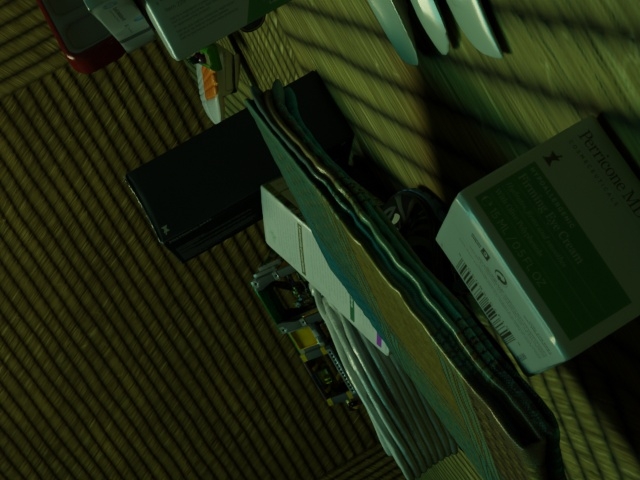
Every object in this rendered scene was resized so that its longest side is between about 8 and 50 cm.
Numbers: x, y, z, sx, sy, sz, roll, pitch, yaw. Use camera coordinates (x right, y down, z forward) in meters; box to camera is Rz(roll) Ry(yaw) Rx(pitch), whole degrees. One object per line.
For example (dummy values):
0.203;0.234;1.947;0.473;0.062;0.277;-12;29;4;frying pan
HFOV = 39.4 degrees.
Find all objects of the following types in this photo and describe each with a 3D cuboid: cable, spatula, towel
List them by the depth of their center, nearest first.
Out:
0.030;-0.222;0.562;0.242;0.019;0.168;62;175;-16;spatula
0.074;0.064;0.693;0.370;0.040;0.271;53;174;39;towel
0.083;0.160;1.094;0.257;0.089;0.257;-118;3;-71;cable

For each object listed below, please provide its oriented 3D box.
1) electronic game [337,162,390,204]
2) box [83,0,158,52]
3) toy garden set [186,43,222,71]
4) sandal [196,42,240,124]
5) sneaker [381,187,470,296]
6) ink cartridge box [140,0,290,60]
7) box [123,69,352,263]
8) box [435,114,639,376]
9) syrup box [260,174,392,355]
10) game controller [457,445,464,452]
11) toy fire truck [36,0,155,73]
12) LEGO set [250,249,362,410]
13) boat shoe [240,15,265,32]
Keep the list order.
0.078;0.004;1.130;0.229;0.048;0.229;60;175;9;electronic game
-0.208;-0.256;0.803;0.145;0.038;0.186;62;180;-2;box
-0.246;-0.414;1.508;0.204;0.049;0.244;-142;35;-61;toy garden set
-0.181;-0.341;1.610;0.102;0.076;0.266;-149;49;-61;sandal
0.092;0.004;0.851;0.067;0.078;0.188;63;174;-26;sneaker
-0.118;-0.295;0.794;0.212;0.154;0.093;62;176;-30;ink cartridge box
-0.097;-0.086;1.134;0.103;0.261;0.184;60;174;5;box
0.129;0.007;0.488;0.101;0.087;0.102;58;173;11;box
0.037;0.012;0.994;0.237;0.093;0.096;42;148;38;syrup box
0.198;0.199;1.077;0.166;0.067;0.319;36;160;40;game controller
-0.255;-0.376;1.089;0.302;0.253;0.169;58;174;17;toy fire truck
0.058;0.086;1.377;0.331;0.192;0.255;64;-157;-7;LEGO set
-0.088;-0.288;1.025;0.066;0.066;0.183;57;174;19;boat shoe
